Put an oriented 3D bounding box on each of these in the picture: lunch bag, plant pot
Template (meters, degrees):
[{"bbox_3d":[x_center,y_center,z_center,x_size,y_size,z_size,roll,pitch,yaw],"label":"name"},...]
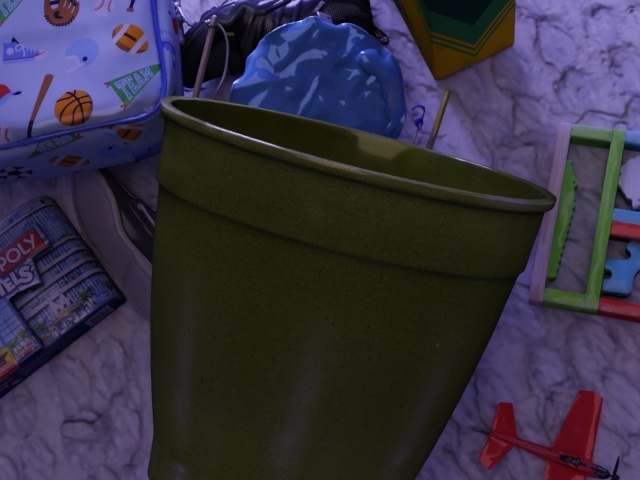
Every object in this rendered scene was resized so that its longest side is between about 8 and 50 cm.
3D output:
[{"bbox_3d":[-0.282,-0.191,1.557,0.303,0.115,0.243,-10,72,5],"label":"lunch bag"},{"bbox_3d":[-0.005,0.083,1.397,0.366,0.366,0.353,15,99,12],"label":"plant pot"}]

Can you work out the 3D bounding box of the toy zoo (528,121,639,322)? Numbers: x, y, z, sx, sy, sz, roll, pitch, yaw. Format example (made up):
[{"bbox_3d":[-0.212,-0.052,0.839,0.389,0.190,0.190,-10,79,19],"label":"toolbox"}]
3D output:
[{"bbox_3d":[0.369,-0.006,1.518,0.293,0.030,0.192,10,78,11],"label":"toy zoo"}]

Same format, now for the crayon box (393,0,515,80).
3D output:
[{"bbox_3d":[0.072,-0.381,1.504,0.106,0.313,0.363,-24,74,-1],"label":"crayon box"}]

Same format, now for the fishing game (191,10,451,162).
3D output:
[{"bbox_3d":[-0.004,-0.138,1.564,0.264,0.041,0.189,13,94,-7],"label":"fishing game"}]

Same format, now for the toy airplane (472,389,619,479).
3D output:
[{"bbox_3d":[0.222,0.207,1.491,0.151,0.028,0.151,-2,75,7],"label":"toy airplane"}]

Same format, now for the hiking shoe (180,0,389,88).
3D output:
[{"bbox_3d":[-0.045,-0.204,1.598,0.226,0.086,0.114,-26,71,1],"label":"hiking shoe"}]

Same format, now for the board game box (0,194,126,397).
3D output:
[{"bbox_3d":[-0.340,0.043,1.598,0.194,0.060,0.194,-38,75,-2],"label":"board game box"}]

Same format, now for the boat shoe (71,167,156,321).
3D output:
[{"bbox_3d":[-0.195,-0.005,1.599,0.065,0.075,0.206,-15,62,-40],"label":"boat shoe"}]
